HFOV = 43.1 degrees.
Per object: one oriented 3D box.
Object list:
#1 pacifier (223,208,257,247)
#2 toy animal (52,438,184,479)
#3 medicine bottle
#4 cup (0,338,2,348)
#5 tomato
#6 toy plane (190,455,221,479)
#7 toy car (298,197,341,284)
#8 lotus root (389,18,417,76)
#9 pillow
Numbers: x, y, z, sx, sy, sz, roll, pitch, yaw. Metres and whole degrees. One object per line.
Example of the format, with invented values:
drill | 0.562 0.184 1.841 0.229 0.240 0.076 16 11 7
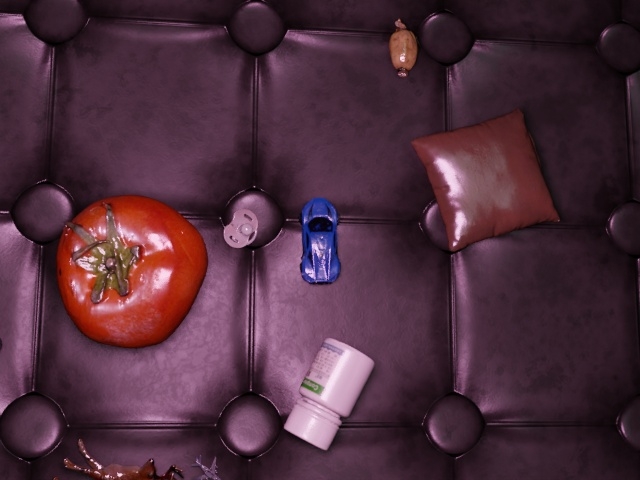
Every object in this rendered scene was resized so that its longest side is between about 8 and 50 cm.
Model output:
pacifier | -0.183 -0.026 1.960 0.081 0.078 0.099 36 77 -22
toy animal | -0.467 0.562 1.839 0.260 0.087 0.243 32 92 -3
medicine bottle | 0.019 0.359 1.894 0.139 0.139 0.237 28 80 -2
cup | -0.830 0.227 1.804 0.223 0.169 0.177 34 81 -32
tomato | -0.424 0.071 1.821 0.341 0.273 0.341 -1 81 7
toy plane | -0.261 0.538 1.885 0.084 0.024 0.078 44 97 1
toy car | 0.000 0.000 1.985 0.103 0.063 0.216 -1 81 -7
lotus root | 0.214 -0.500 2.095 0.072 0.063 0.152 -7 85 1
pillow | 0.416 -0.150 2.040 0.305 0.108 0.308 -17 84 -8
